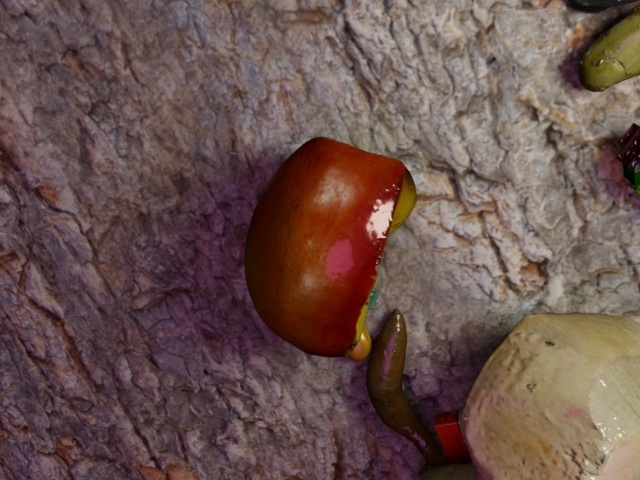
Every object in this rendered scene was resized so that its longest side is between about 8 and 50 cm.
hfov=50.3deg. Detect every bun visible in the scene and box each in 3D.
[{"bbox_3d":[0.273,0.512,1.356,0.229,0.229,0.145,-41,69,24],"label":"bun"}]

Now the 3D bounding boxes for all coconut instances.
[{"bbox_3d":[0.423,0.296,1.141,0.405,0.404,0.404,5,113,11],"label":"coconut"}]

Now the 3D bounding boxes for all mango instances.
[{"bbox_3d":[0.072,0.195,1.341,0.060,0.046,0.089,-1,100,12],"label":"mango"}]

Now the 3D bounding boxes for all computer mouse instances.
[{"bbox_3d":[0.435,-0.383,1.009,0.135,0.047,0.079,-13,110,16],"label":"computer mouse"}]

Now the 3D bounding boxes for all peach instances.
[{"bbox_3d":[0.000,0.000,1.132,0.243,0.306,0.380,23,112,-3],"label":"peach"}]

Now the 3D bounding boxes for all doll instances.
[{"bbox_3d":[0.548,-0.114,1.065,0.134,0.106,0.186,-32,120,9],"label":"doll"}]

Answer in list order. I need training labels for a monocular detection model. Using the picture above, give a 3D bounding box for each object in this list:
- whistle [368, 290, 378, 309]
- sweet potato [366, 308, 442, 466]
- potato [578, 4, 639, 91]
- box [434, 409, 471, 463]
[{"bbox_3d":[0.020,0.119,1.323,0.187,0.039,0.039,-4,112,15],"label":"whistle"},{"bbox_3d":[0.149,0.302,1.343,0.109,0.079,0.345,-10,106,28],"label":"sweet potato"},{"bbox_3d":[0.473,-0.294,1.020,0.188,0.085,0.105,-33,124,26],"label":"potato"},{"bbox_3d":[0.316,0.386,1.366,0.152,0.048,0.100,-16,106,21],"label":"box"}]
